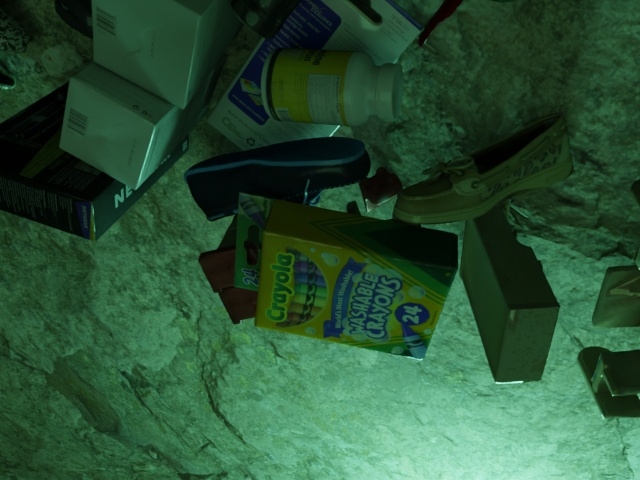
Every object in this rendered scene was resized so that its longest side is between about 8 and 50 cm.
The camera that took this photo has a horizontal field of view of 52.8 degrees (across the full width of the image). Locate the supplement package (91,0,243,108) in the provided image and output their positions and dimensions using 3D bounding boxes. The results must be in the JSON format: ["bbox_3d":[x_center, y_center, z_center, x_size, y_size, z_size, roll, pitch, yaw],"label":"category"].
[{"bbox_3d":[-0.190,-0.333,0.869,0.149,0.203,0.194,28,150,-5],"label":"supplement package"}]

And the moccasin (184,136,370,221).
[{"bbox_3d":[-0.062,-0.090,1.027,0.342,0.138,0.116,0,114,39],"label":"moccasin"}]

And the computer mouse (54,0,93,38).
[{"bbox_3d":[-0.447,-0.407,1.065,0.242,0.041,0.071,30,133,-1],"label":"computer mouse"}]

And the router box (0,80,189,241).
[{"bbox_3d":[-0.397,-0.147,1.073,0.243,0.309,0.081,18,129,9],"label":"router box"}]

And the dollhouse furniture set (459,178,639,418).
[{"bbox_3d":[0.442,0.062,0.995,0.394,0.256,0.362,-4,129,0],"label":"dollhouse furniture set"}]

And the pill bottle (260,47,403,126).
[{"bbox_3d":[0.018,-0.213,0.898,0.184,0.103,0.103,8,129,17],"label":"pill bottle"}]

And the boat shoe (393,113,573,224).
[{"bbox_3d":[0.228,-0.101,0.917,0.104,0.285,0.089,38,145,59],"label":"boat shoe"}]

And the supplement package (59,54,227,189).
[{"bbox_3d":[-0.269,-0.220,1.002,0.134,0.244,0.139,30,132,-3],"label":"supplement package"}]

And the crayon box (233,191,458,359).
[{"bbox_3d":[0.021,0.058,0.965,0.323,0.083,0.203,11,131,2],"label":"crayon box"}]

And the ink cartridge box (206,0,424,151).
[{"bbox_3d":[-0.018,-0.256,0.988,0.176,0.069,0.371,39,134,-9],"label":"ink cartridge box"}]

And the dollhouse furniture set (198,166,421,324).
[{"bbox_3d":[0.000,0.000,1.108,0.374,0.201,0.152,-12,121,23],"label":"dollhouse furniture set"}]

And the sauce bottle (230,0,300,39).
[{"bbox_3d":[0.022,-0.395,0.771,0.111,0.111,0.344,42,115,-13],"label":"sauce bottle"}]

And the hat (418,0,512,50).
[{"bbox_3d":[0.185,-0.383,0.824,0.173,0.183,0.208,40,89,-25],"label":"hat"}]

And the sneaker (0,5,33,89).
[{"bbox_3d":[-0.666,-0.312,1.182,0.410,0.158,0.182,-23,133,41],"label":"sneaker"}]
